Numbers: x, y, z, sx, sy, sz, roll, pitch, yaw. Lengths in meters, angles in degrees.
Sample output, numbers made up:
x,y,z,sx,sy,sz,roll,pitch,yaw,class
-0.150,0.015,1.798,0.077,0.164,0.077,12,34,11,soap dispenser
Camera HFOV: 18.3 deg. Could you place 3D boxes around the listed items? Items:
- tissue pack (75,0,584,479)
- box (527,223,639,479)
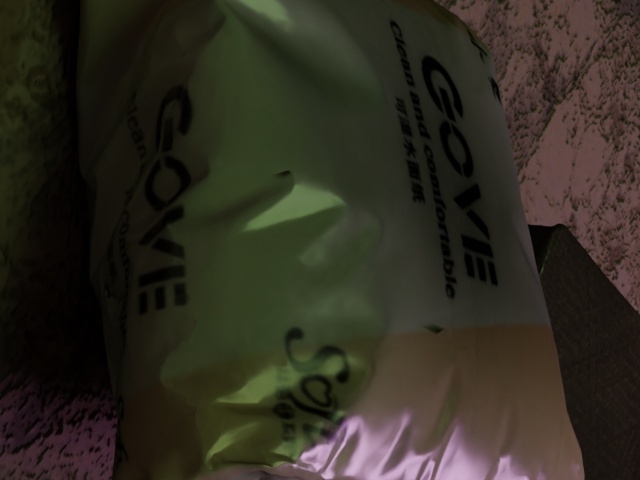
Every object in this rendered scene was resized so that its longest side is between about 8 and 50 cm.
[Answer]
x,y,z,sx,sy,sz,roll,pitch,yaw,class
0.000,0.000,1.154,0.390,0.195,0.375,17,63,-55,tissue pack
0.135,0.114,1.422,0.273,0.143,0.184,42,62,-51,box
